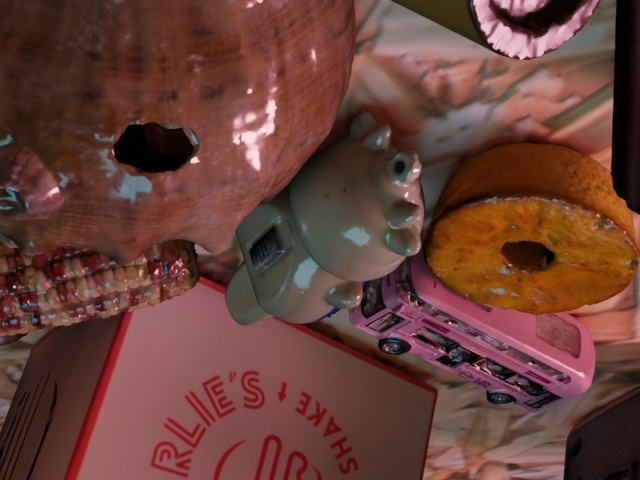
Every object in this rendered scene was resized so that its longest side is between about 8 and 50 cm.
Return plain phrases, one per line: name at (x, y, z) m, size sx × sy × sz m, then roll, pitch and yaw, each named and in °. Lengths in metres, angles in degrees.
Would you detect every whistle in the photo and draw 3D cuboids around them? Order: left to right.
whistle at (0.000, 0.000, 0.765) m, size 0.092 × 0.110 × 0.244 m, roll -10°, pitch 160°, yaw -35°

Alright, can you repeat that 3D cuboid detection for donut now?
donut at (0.140, -0.007, 0.739) m, size 0.151 × 0.058 × 0.152 m, roll 10°, pitch 149°, yaw 6°

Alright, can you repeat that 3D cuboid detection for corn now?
corn at (-0.208, 0.029, 0.831) m, size 0.237 × 0.079 × 0.079 m, roll -12°, pitch 148°, yaw -7°

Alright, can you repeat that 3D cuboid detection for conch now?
conch at (-0.103, -0.080, 0.618) m, size 0.263 × 0.186 × 0.324 m, roll 8°, pitch 154°, yaw -29°

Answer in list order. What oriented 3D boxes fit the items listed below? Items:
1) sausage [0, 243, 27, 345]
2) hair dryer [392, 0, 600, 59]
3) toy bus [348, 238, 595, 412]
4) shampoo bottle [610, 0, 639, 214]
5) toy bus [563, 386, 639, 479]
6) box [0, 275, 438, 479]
sausage at (-0.274, 0.015, 0.907) m, size 0.074 × 0.074 × 0.274 m, roll 10°, pitch 148°, yaw 5°
hair dryer at (0.039, -0.215, 0.422) m, size 0.135 × 0.090 × 0.279 m, roll 38°, pitch 150°, yaw 42°
toy bus at (0.121, 0.068, 0.861) m, size 0.203 × 0.063 × 0.090 m, roll 26°, pitch 142°, yaw -24°
shampoo bottle at (0.193, -0.133, 0.497) m, size 0.129 × 0.084 × 0.323 m, roll -14°, pitch 144°, yaw 5°
toy bus at (0.304, 0.337, 0.877) m, size 0.233 × 0.427 × 0.203 m, roll 18°, pitch 148°, yaw -15°
box at (-0.123, 0.242, 0.984) m, size 0.312 × 0.314 × 0.300 m, roll 27°, pitch 148°, yaw -21°
